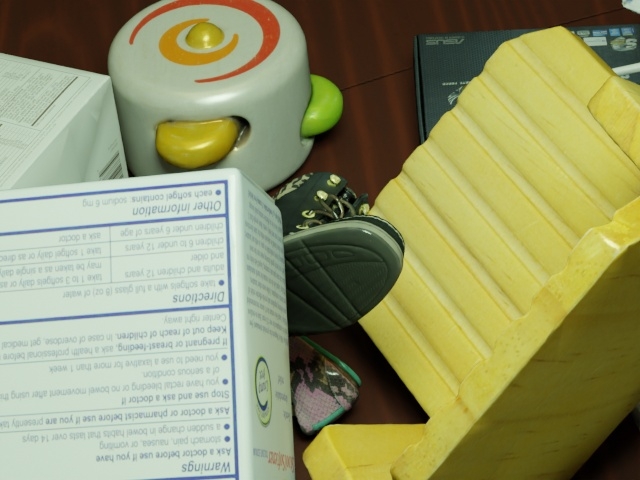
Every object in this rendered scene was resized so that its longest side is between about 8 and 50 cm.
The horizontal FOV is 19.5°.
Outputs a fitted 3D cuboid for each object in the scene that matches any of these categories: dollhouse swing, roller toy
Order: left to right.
[{"bbox_3d":[-0.105,-0.142,1.767,0.209,0.146,0.191,-35,48,-29],"label":"roller toy"},{"bbox_3d":[0.111,0.002,1.365,0.305,0.347,0.315,48,19,26],"label":"dollhouse swing"}]

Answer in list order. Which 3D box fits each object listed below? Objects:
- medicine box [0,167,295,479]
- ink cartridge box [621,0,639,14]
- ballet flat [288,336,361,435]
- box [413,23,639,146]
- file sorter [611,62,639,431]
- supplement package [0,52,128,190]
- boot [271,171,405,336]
[{"bbox_3d":[-0.161,0.111,1.288,0.263,0.149,0.289,-5,80,11],"label":"medicine box"},{"bbox_3d":[0.490,-0.224,1.709,0.270,0.151,0.395,27,15,32],"label":"ink cartridge box"},{"bbox_3d":[-0.056,0.087,1.565,0.079,0.077,0.221,-42,50,-9],"label":"ballet flat"},{"bbox_3d":[0.208,-0.130,1.786,0.233,0.059,0.183,-3,42,3],"label":"box"},{"bbox_3d":[0.314,-0.005,1.545,0.193,0.173,0.277,-13,42,-7],"label":"file sorter"},{"bbox_3d":[-0.329,-0.038,1.632,0.263,0.199,0.198,13,44,21],"label":"supplement package"},{"bbox_3d":[-0.002,-0.001,1.461,0.236,0.085,0.178,-30,19,43],"label":"boot"}]
